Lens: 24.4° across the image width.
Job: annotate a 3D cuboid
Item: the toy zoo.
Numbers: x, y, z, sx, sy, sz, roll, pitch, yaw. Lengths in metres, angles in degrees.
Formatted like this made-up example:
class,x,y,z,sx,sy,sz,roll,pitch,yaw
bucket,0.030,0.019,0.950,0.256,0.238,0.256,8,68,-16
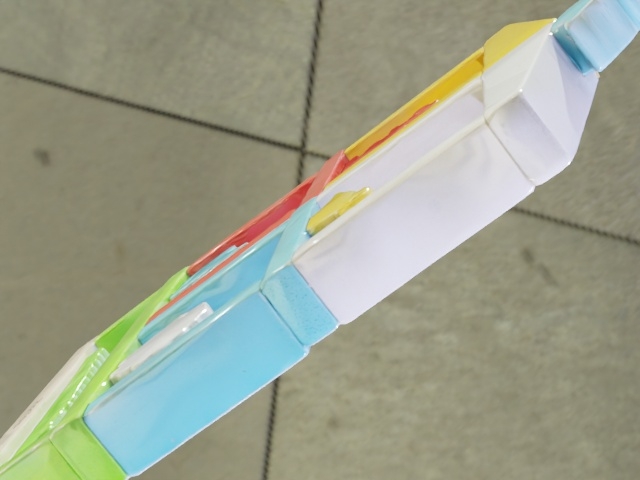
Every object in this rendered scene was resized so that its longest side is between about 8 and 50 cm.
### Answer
class,x,y,z,sx,sy,sz,roll,pitch,yaw
toy zoo,0.000,0.000,0.556,0.293,0.192,0.030,-36,98,13
